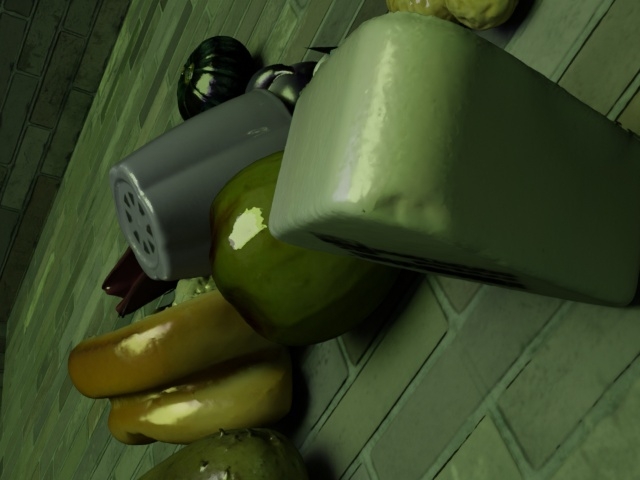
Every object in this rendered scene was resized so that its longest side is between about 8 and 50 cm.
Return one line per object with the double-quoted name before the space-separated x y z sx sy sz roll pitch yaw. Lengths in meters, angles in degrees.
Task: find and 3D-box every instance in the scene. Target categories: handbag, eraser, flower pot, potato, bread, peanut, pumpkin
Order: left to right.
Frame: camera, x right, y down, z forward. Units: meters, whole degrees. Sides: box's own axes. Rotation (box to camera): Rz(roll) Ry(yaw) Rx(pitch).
"handbag" -0.252 0.025 1.376 0.074 0.216 0.203 52 135 10
"bread" -0.196 0.180 1.258 0.329 0.245 0.424 -42 12 -38
"potato" -0.146 0.396 1.034 0.359 0.219 0.269 -47 45 33
"flower pot" -0.161 -0.066 1.171 0.265 0.243 0.265 44 146 42
"pumpkin" -0.211 -0.309 1.601 0.202 0.140 0.202 -32 50 48
"eraser" 0.080 -0.051 0.684 0.331 0.331 0.149 9 84 62
"peanut" 0.155 -0.300 0.967 0.229 0.098 0.103 17 133 63

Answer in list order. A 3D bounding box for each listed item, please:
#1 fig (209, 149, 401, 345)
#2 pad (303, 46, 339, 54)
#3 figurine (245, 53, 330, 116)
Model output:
"fig" 0.000 0.000 0.983 0.271 0.239 0.239 -19 54 22
"pad" 0.070 -0.248 1.068 0.190 0.127 0.004 -142 49 -61
"figurine" -0.023 -0.209 1.199 0.222 0.145 0.145 -16 63 54
